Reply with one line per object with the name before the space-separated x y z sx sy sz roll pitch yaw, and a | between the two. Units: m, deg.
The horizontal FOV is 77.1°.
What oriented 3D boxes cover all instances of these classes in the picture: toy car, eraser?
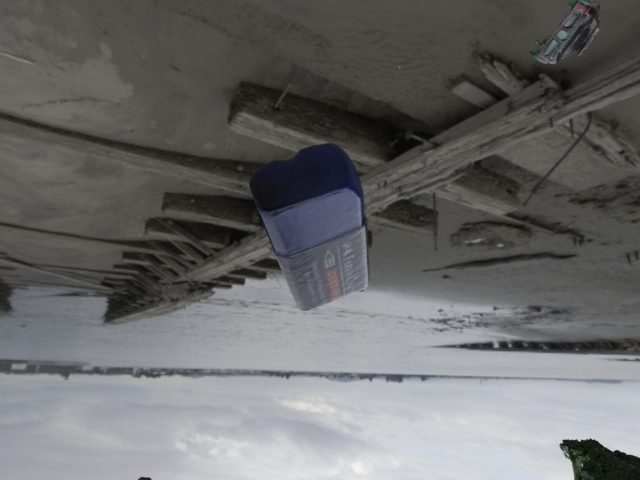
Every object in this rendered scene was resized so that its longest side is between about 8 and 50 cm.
toy car | 0.298 -0.249 0.477 0.055 0.142 0.069 37 134 9
eraser | 0.000 0.000 0.656 0.155 0.101 0.332 -21 148 -5

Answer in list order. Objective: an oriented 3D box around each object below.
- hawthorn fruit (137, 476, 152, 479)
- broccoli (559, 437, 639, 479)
hawthorn fruit | -0.141 0.342 0.292 0.166 0.285 0.165 2 158 1
broccoli | 0.341 0.381 0.482 0.269 0.254 0.269 -9 143 -7
